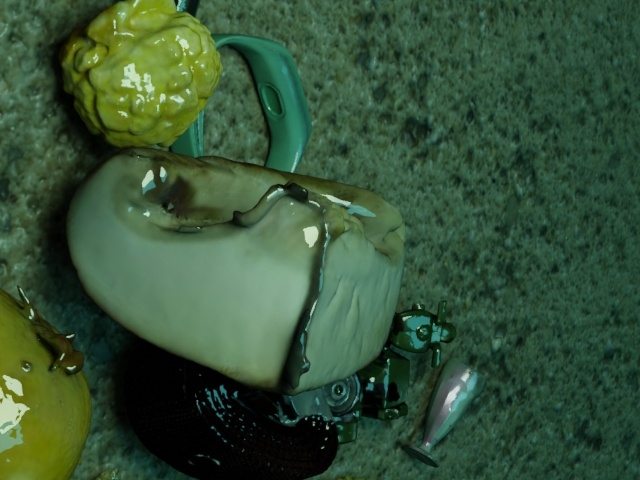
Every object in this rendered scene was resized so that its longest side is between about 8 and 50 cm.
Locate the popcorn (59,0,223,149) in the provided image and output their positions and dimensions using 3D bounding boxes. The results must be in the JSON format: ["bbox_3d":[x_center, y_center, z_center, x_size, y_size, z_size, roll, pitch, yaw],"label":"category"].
[{"bbox_3d":[-0.197,-0.189,1.405,0.180,0.180,0.170,9,56,-46],"label":"popcorn"}]

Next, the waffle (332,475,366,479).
[{"bbox_3d":[0.025,0.426,1.832,0.191,0.038,0.191,-11,106,-43],"label":"waffle"}]

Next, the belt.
[{"bbox_3d":[-0.114,0.208,1.573,0.289,0.164,0.184,38,45,-41],"label":"belt"}]

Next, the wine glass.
[{"bbox_3d":[0.190,0.264,1.941,0.073,0.073,0.155,47,65,-40],"label":"wine glass"}]

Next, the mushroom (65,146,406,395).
[{"bbox_3d":[-0.066,0.026,1.475,0.397,0.313,0.224,-1,103,-67],"label":"mushroom"}]

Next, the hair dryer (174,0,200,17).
[{"bbox_3d":[-0.171,-0.383,1.442,0.244,0.116,0.303,8,99,-43],"label":"hair dryer"}]

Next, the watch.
[{"bbox_3d":[-0.104,-0.152,1.574,0.195,0.068,0.237,-34,124,-33],"label":"watch"}]

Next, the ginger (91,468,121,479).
[{"bbox_3d":[-0.284,0.327,1.502,0.137,0.044,0.057,-43,108,-33],"label":"ginger"}]

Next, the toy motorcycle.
[{"bbox_3d":[0.076,0.178,1.774,0.275,0.127,0.205,3,94,-43],"label":"toy motorcycle"}]

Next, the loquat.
[{"bbox_3d":[-0.348,0.164,1.239,0.274,0.274,0.275,-11,105,-44],"label":"loquat"}]
